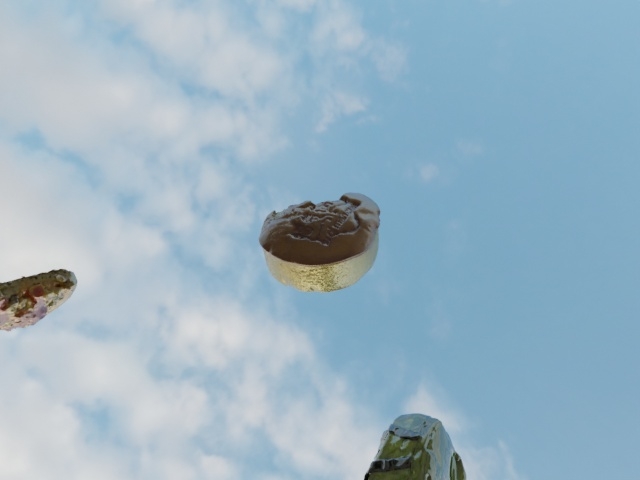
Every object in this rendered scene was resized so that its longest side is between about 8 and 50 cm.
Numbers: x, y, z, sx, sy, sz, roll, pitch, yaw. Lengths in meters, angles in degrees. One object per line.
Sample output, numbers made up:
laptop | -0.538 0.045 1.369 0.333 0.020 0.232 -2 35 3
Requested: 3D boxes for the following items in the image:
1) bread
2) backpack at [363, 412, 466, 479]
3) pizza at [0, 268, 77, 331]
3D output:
bread | 0.005 0.006 0.721 0.156 0.086 0.125 -12 -141 -7
backpack | 0.132 0.373 0.848 0.140 0.253 0.207 3 -144 24
pizza | -0.478 0.103 0.872 0.188 0.199 0.062 -35 -111 35
